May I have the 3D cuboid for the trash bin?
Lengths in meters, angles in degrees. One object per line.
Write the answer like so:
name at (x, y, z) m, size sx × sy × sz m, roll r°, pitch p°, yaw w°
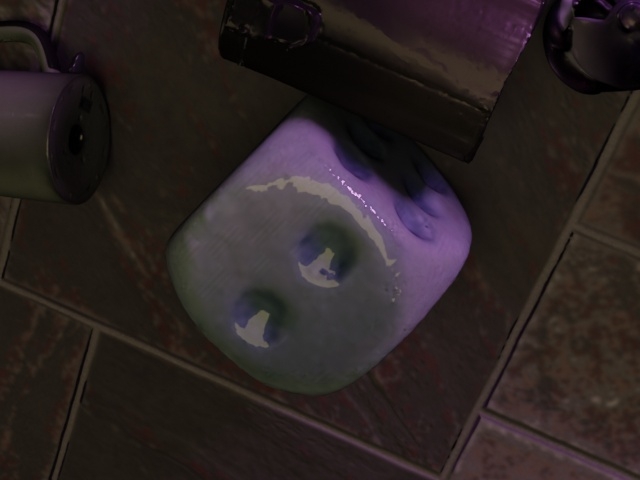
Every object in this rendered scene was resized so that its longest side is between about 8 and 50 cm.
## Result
trash bin at (0.067, -0.228, 1.159) m, size 0.301 × 0.252 × 0.203 m, roll 24°, pitch 119°, yaw 2°

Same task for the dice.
dice at (0.000, 0.000, 1.272) m, size 0.264 × 0.268 × 0.262 m, roll 44°, pitch 117°, yaw -5°

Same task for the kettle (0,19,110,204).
kettle at (-0.414, -0.166, 1.392) m, size 0.255 × 0.165 × 0.240 m, roll 6°, pitch 85°, yaw 17°

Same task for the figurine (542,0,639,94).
figurine at (0.337, -0.208, 1.153) m, size 0.222 × 0.145 × 0.145 m, roll 43°, pitch 125°, yaw 39°
